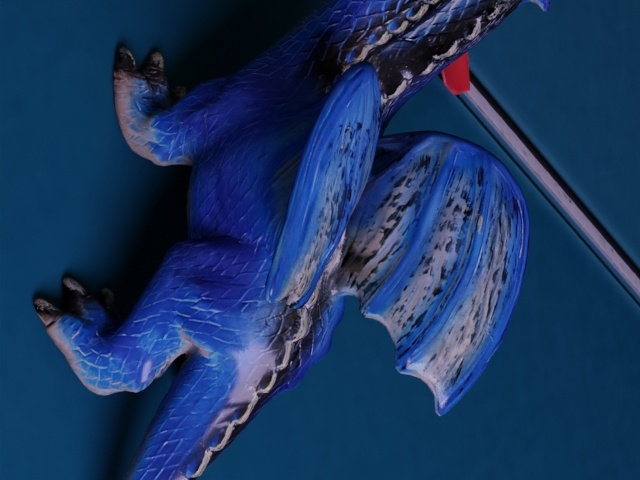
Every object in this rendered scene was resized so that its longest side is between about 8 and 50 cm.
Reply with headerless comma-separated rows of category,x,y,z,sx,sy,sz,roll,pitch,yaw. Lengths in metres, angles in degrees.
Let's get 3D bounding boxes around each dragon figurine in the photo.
dragon figurine,0.000,0.000,0.449,0.085,0.144,0.289,34,58,-36

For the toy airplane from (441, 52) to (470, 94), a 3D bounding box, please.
toy airplane,0.031,-0.134,0.600,0.151,0.028,0.151,16,68,-44
